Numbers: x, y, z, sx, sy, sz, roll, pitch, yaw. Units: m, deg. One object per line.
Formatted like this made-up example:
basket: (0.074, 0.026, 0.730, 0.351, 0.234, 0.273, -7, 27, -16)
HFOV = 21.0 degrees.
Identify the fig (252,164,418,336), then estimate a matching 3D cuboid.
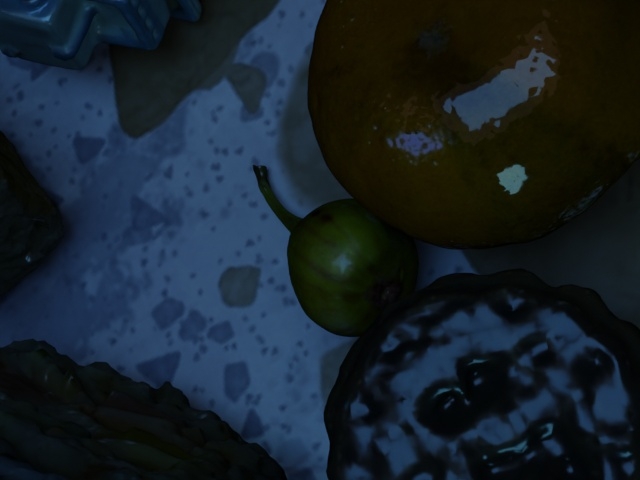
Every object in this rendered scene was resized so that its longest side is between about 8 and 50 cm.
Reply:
fig: (0.014, -0.004, 1.181, 0.093, 0.093, 0.166, -38, 32, 11)

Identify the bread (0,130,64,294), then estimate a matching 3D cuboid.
bread: (-0.317, -0.038, 1.234, 0.176, 0.195, 0.246, -44, 69, 4)

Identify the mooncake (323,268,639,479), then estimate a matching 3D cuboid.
mooncake: (0.114, 0.129, 1.082, 0.228, 0.124, 0.228, -3, 79, 19)

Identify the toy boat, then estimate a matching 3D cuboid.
toy boat: (-0.254, -0.212, 1.261, 0.331, 0.145, 0.133, 15, 73, 17)

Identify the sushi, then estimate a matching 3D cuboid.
sushi: (-0.202, 0.230, 1.084, 0.328, 0.328, 0.285, 22, 100, 21)

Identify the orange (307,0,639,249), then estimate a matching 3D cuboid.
orange: (0.110, -0.106, 1.096, 0.240, 0.171, 0.240, -11, 64, 23)
